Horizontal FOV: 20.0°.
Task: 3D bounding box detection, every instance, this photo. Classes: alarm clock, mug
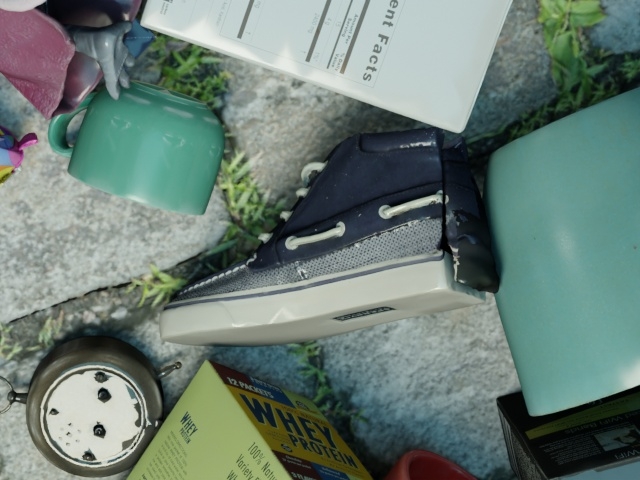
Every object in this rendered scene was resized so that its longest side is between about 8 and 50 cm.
[{"bbox_3d":[-0.233,0.157,1.712,0.192,0.064,0.129,7,102,-4],"label":"alarm clock"},{"bbox_3d":[-0.164,-0.092,1.627,0.158,0.129,0.097,18,97,-8],"label":"mug"}]

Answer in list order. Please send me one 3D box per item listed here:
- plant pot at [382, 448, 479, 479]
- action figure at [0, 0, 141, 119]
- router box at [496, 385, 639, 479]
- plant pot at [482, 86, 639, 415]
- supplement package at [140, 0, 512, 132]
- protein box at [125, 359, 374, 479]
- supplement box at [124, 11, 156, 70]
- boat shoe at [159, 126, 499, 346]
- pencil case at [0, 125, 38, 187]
[{"bbox_3d":[0.091,0.375,1.702,0.275,0.275,0.243,42,105,-12],"label":"plant pot"},{"bbox_3d":[-0.323,-0.237,1.461,0.370,0.276,0.248,24,95,11],"label":"action figure"},{"bbox_3d":[0.338,0.178,1.676,0.309,0.243,0.081,-14,103,-1],"label":"router box"},{"bbox_3d":[0.278,-0.006,1.620,0.293,0.293,0.235,-22,86,0],"label":"plant pot"},{"bbox_3d":[0.007,-0.232,1.588,0.293,0.177,0.175,18,101,-9],"label":"supplement package"},{"bbox_3d":[-0.070,0.257,1.651,0.136,0.200,0.201,24,105,-37],"label":"protein box"},{"bbox_3d":[-0.195,-0.194,1.625,0.083,0.083,0.056,43,95,-12],"label":"supplement box"},{"bbox_3d":[0.000,0.000,1.647,0.341,0.127,0.158,-11,75,27],"label":"boat shoe"},{"bbox_3d":[-0.352,-0.011,1.645,0.104,0.104,0.236,27,100,-10],"label":"pencil case"}]
